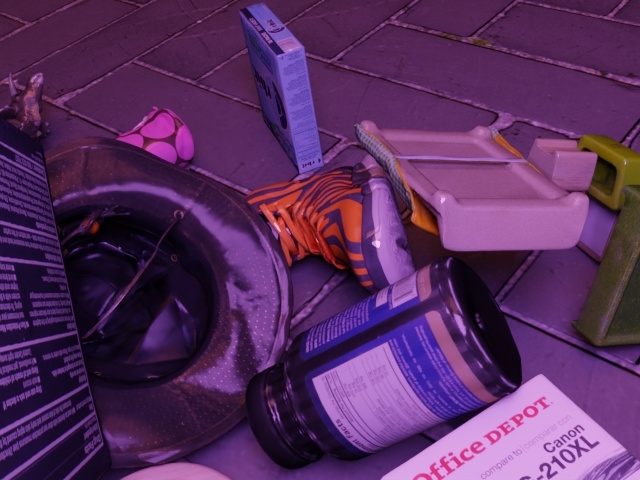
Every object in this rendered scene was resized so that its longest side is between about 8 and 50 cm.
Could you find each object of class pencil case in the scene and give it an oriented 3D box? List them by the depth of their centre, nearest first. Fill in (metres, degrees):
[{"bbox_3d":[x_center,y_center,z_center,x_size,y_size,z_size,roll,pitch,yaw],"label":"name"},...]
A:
[{"bbox_3d":[-0.281,-0.104,0.987,0.209,0.095,0.098,-34,83,-27],"label":"pencil case"}]

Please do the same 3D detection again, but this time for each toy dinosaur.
[{"bbox_3d":[-0.493,-0.118,1.045,0.160,0.121,0.313,17,52,42],"label":"toy dinosaur"}]

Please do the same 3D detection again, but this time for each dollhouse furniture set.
[{"bbox_3d":[0.189,-0.010,0.703,0.302,0.151,0.197,0,28,-19],"label":"dollhouse furniture set"}]

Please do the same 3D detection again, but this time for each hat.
[{"bbox_3d":[-0.202,0.068,0.722,0.332,0.134,0.331,5,70,-14],"label":"hat"}]

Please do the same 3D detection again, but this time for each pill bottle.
[{"bbox_3d":[0.048,0.113,0.615,0.219,0.123,0.122,-30,37,22],"label":"pill bottle"}]

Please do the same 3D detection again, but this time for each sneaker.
[{"bbox_3d":[0.000,0.000,0.778,0.180,0.124,0.321,-16,14,4],"label":"sneaker"}]

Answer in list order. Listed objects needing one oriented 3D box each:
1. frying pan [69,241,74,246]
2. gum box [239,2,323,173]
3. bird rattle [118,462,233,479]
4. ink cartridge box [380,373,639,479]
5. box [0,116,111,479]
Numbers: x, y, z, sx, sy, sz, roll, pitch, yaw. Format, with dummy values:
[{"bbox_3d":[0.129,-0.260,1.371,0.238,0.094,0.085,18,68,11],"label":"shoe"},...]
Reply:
[{"bbox_3d":[-0.272,0.025,0.830,0.053,0.197,0.326,29,10,35],"label":"frying pan"},{"bbox_3d":[-0.053,-0.209,0.989,0.041,0.184,0.157,-21,43,-12],"label":"gum box"},{"bbox_3d":[-0.147,0.266,0.570,0.254,0.143,0.207,7,32,36],"label":"bird rattle"},{"bbox_3d":[0.177,0.238,0.521,0.172,0.100,0.237,-27,45,-19],"label":"ink cartridge box"},{"bbox_3d":[-0.283,0.065,0.474,0.183,0.296,0.293,-14,87,-5],"label":"box"}]
